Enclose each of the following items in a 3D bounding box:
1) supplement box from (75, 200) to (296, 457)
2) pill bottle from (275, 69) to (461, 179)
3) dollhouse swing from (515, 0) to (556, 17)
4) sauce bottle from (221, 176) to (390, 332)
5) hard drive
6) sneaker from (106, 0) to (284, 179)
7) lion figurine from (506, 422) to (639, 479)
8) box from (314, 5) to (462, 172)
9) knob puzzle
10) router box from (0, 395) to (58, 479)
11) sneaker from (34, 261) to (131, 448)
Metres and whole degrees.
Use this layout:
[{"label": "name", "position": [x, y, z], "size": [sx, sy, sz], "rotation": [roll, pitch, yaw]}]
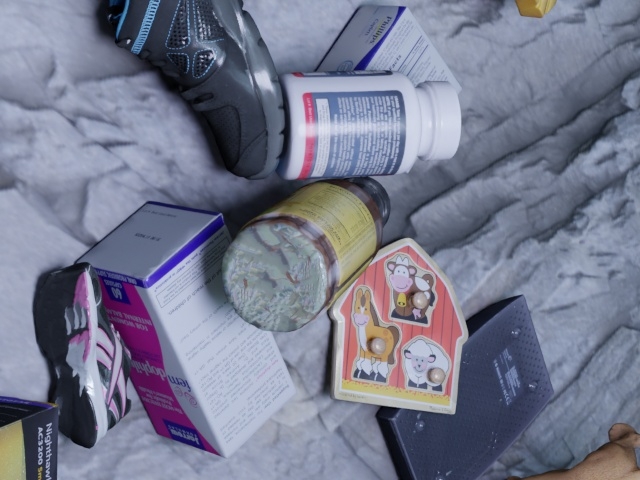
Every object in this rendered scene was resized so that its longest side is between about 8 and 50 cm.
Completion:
[{"label": "supplement box", "position": [-0.128, 0.087, 1.561], "size": [0.114, 0.111, 0.220], "rotation": [-43, 124, -31]}, {"label": "pill bottle", "position": [0.044, -0.117, 1.616], "size": [0.180, 0.108, 0.108], "rotation": [-3, 101, -15]}, {"label": "dollhouse swing", "position": [0.351, -0.443, 1.757], "size": [0.347, 0.315, 0.305], "rotation": [48, 39, -65]}, {"label": "sauce bottle", "position": [0.000, 0.000, 1.588], "size": [0.344, 0.111, 0.111], "rotation": [-37, 127, -72]}, {"label": "hard drive", "position": [0.174, 0.194, 1.923], "size": [0.254, 0.054, 0.172], "rotation": [-40, 123, -32]}, {"label": "sneaker", "position": [-0.131, -0.200, 1.529], "size": [0.139, 0.125, 0.341], "rotation": [-23, 120, -10]}, {"label": "lion figurine", "position": [0.278, 0.313, 1.885], "size": [0.142, 0.392, 0.240], "rotation": [58, 27, 14]}, {"label": "box", "position": [0.069, -0.165, 1.741], "size": [0.126, 0.072, 0.137], "rotation": [-57, 132, -21]}, {"label": "knob puzzle", "position": [0.096, 0.091, 1.809], "size": [0.213, 0.030, 0.213], "rotation": [5, 80, -33]}, {"label": "router box", "position": [-0.319, 0.307, 1.367], "size": [0.243, 0.081, 0.309], "rotation": [-19, 113, -68]}, {"label": "sneaker", "position": [-0.218, 0.101, 1.517], "size": [0.077, 0.072, 0.178], "rotation": [-29, 125, -52]}]
